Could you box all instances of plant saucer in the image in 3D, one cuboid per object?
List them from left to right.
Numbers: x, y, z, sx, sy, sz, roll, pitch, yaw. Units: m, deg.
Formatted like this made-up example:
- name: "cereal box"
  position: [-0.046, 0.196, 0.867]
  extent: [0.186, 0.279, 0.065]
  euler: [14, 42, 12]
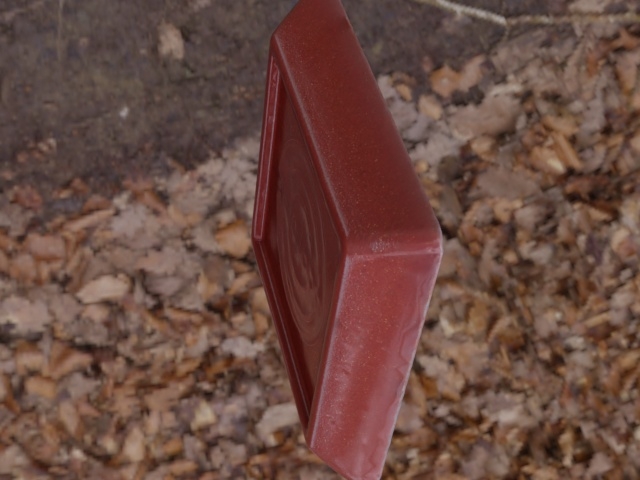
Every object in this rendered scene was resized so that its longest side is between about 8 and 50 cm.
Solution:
- name: "plant saucer"
  position: [0.000, 0.000, 0.740]
  extent: [0.047, 0.258, 0.259]
  euler: [-6, 138, -14]
